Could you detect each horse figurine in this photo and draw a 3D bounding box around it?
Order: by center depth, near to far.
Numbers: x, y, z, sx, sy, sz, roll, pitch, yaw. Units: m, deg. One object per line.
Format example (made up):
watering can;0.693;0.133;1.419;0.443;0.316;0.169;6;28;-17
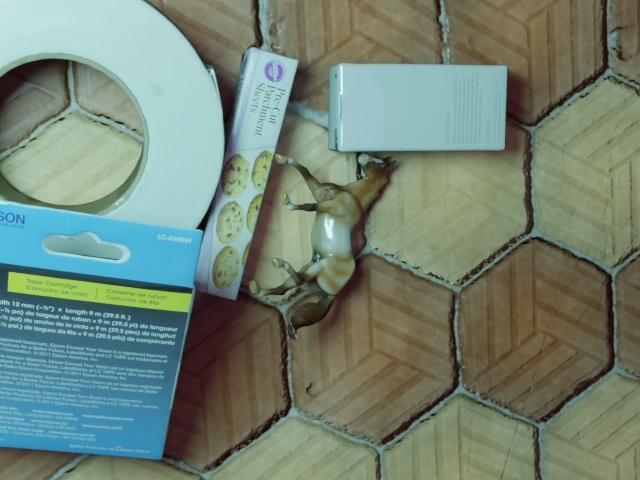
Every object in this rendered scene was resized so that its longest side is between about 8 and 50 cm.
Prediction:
horse figurine;0.000;0.000;1.161;0.175;0.066;0.263;11;88;-42

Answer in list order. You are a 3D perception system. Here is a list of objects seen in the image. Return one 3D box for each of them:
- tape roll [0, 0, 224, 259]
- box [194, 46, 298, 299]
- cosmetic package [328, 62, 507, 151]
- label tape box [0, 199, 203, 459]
tape roll;-0.310;-0.126;1.057;0.392;0.072;0.391;-3;108;-10
box;-0.104;-0.085;1.144;0.067;0.063;0.323;15;94;-15
cosmetic package;0.128;-0.177;1.172;0.231;0.085;0.117;0;97;-10
label tape box;-0.287;0.094;1.041;0.249;0.115;0.347;8;119;-12
